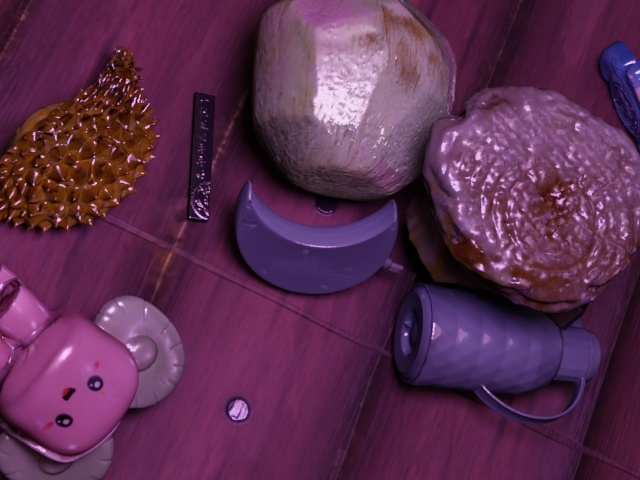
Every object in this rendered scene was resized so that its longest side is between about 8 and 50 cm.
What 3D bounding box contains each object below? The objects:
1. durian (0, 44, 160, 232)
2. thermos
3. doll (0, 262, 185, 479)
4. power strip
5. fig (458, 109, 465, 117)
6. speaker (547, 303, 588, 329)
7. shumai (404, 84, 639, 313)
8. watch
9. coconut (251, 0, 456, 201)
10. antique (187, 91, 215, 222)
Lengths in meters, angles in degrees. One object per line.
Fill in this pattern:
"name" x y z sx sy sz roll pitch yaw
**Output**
"durian" -0.326 -0.130 1.772 0.306 0.166 0.172 -53 124 -17
"thermos" 0.256 0.162 1.854 0.287 0.145 0.182 10 62 -15
"doll" -0.332 0.168 1.671 0.284 0.216 0.268 -50 118 -6
"power strip" 0.000 0.000 1.814 0.253 0.167 0.054 9 39 -11
"fig" 0.303 -0.133 1.906 0.195 0.245 0.195 2 85 -31
"speaker" 0.367 0.047 1.914 0.082 0.044 0.218 44 32 -1
"shumai" 0.252 -0.047 1.787 0.304 0.263 0.309 -20 90 -23
"watch" 0.560 -0.243 2.041 0.193 0.211 0.211 -26 84 -4
"coconut" 0.042 -0.226 1.822 0.328 0.281 0.328 6 80 -37
"antique" -0.170 -0.120 1.871 0.031 0.015 0.192 6 74 -16
